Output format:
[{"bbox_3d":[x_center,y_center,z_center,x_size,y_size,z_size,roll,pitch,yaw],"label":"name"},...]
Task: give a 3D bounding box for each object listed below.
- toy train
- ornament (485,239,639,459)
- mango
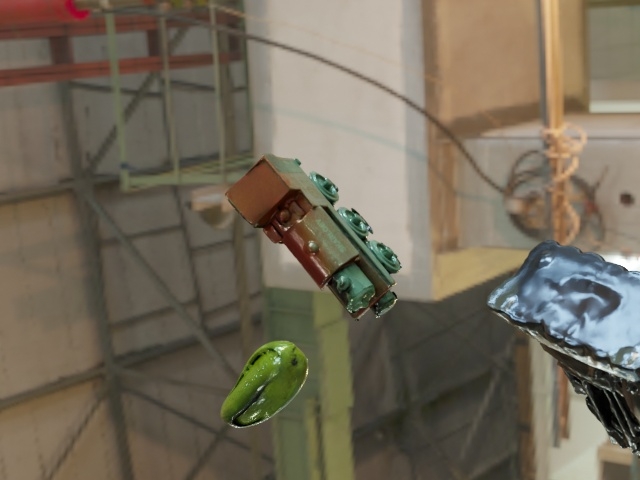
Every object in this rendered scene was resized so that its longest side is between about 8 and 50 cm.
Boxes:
[{"bbox_3d":[0.000,0.000,1.150,0.176,0.074,0.118,52,-160,15],"label":"toy train"},{"bbox_3d":[0.303,0.147,1.200,0.106,0.251,0.260,-39,-56,-15],"label":"ornament"},{"bbox_3d":[-0.080,0.207,1.730,0.074,0.165,0.091,27,-147,-30],"label":"mango"}]
